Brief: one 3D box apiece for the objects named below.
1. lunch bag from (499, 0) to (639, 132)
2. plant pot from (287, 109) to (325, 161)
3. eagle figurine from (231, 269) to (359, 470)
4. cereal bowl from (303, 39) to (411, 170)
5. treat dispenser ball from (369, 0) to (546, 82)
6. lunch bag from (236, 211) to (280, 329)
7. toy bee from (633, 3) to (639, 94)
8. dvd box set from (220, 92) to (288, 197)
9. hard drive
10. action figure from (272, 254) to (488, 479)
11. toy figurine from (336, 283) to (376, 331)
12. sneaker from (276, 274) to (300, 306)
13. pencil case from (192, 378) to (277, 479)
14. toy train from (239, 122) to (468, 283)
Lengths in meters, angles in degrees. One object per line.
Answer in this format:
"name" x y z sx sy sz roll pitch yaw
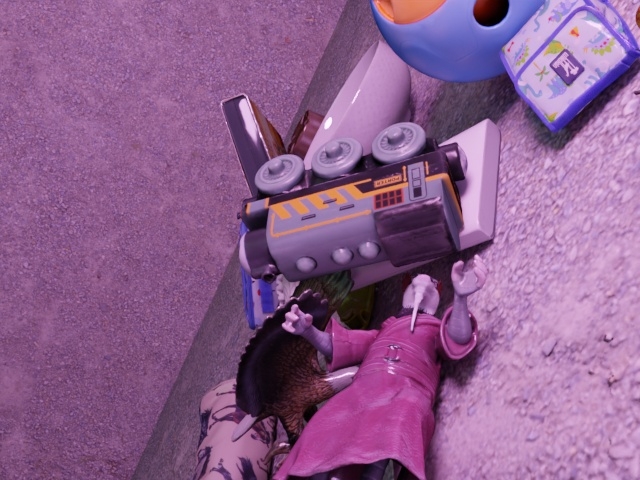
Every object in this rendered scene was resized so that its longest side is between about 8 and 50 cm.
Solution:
"lunch bag" 0.301 -0.222 0.766 0.129 0.096 0.151 -50 36 39
"plant pot" 0.014 -0.240 1.610 0.167 0.165 0.167 -57 18 31
"eagle figurine" -0.031 0.190 0.959 0.226 0.225 0.298 13 116 60
"cereal bowl" 0.093 -0.247 1.369 0.339 0.141 0.339 -57 12 18
"treat dispenser ball" 0.213 -0.376 0.915 0.288 0.288 0.288 -57 17 29
"lunch bag" -0.144 0.057 1.578 0.243 0.115 0.303 -97 4 -67
"toy bee" 0.318 -0.176 0.496 0.298 0.162 0.195 -30 39 64
"dvd box set" -0.100 -0.131 1.423 0.420 0.062 0.308 20 -130 -84
"hard drive" 0.137 -0.043 0.984 0.307 0.040 0.203 -25 40 44
"action figure" 0.102 0.180 0.763 0.248 0.276 0.370 -8 33 36
"toy figurine" 0.000 0.000 1.194 0.191 0.217 0.362 -47 23 50
"sneaker" -0.039 0.145 1.352 0.118 0.110 0.292 -24 50 55
"pencil case" -0.184 0.473 1.200 0.183 0.160 0.410 -45 24 32
"toy train" 0.039 -0.043 0.865 0.334 0.142 0.190 -13 43 16
